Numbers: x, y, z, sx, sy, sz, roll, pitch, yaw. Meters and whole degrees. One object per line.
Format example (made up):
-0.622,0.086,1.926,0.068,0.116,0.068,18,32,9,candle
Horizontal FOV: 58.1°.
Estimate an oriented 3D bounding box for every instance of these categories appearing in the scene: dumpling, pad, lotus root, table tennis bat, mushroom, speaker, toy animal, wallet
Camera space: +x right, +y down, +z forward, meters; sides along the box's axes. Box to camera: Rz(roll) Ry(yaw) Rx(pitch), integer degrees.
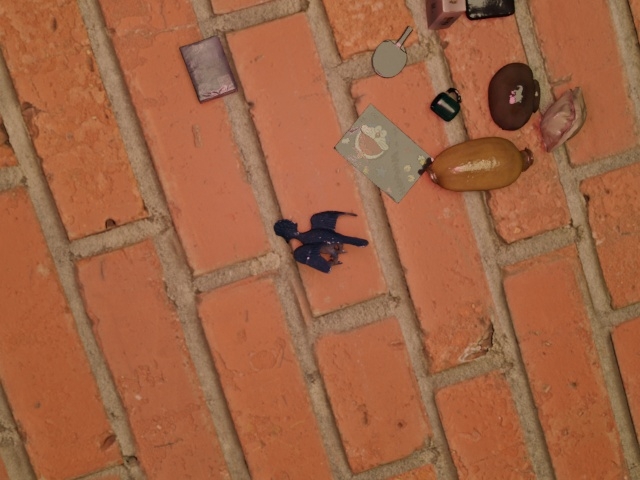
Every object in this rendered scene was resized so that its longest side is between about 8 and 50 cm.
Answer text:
0.682,-0.342,1.608,0.118,0.136,0.199,16,82,1,dumpling
0.182,-0.246,1.634,0.245,0.006,0.170,40,89,-5,pad
0.445,-0.210,1.594,0.303,0.131,0.146,-9,96,-4,lotus root
0.207,-0.529,1.613,0.095,0.014,0.158,35,92,-5,table tennis bat
0.545,-0.403,1.608,0.141,0.117,0.188,-3,98,7,mushroom
0.359,-0.386,1.611,0.075,0.060,0.094,36,90,-7,speaker
0.000,0.000,1.561,0.255,0.239,0.176,-13,131,36,toy animal
0.460,-0.744,1.604,0.148,0.044,0.250,-10,97,-5,wallet

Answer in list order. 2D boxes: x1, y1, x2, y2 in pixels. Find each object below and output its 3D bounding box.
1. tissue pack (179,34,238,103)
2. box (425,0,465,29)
-0.301,-0.462,1.557,0.112,0.051,0.156,-20,95,-6,tissue pack
0.328,-0.709,1.542,0.067,0.155,0.243,-4,93,-3,box
